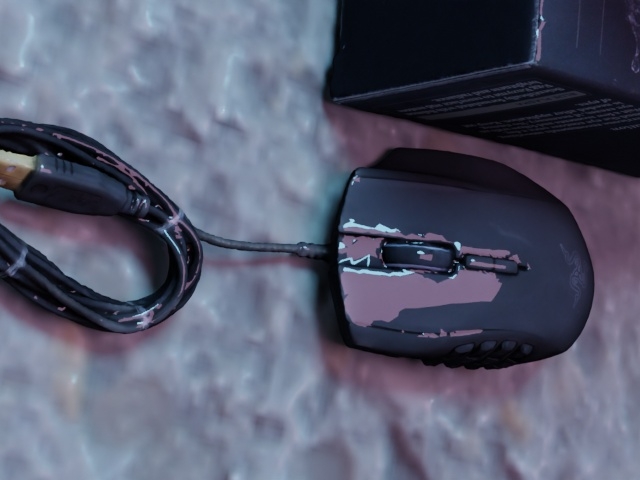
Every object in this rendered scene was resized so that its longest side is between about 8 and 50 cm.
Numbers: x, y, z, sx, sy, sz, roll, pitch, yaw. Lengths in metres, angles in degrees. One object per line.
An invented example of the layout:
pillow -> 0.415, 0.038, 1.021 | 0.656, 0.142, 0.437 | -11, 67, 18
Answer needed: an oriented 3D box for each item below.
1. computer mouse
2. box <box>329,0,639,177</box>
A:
computer mouse -> 0.000, 0.000, 0.537 | 0.242, 0.041, 0.071 | 7, 83, -38
box -> 0.095, -0.111, 0.589 | 0.158, 0.093, 0.156 | 10, 80, -39
